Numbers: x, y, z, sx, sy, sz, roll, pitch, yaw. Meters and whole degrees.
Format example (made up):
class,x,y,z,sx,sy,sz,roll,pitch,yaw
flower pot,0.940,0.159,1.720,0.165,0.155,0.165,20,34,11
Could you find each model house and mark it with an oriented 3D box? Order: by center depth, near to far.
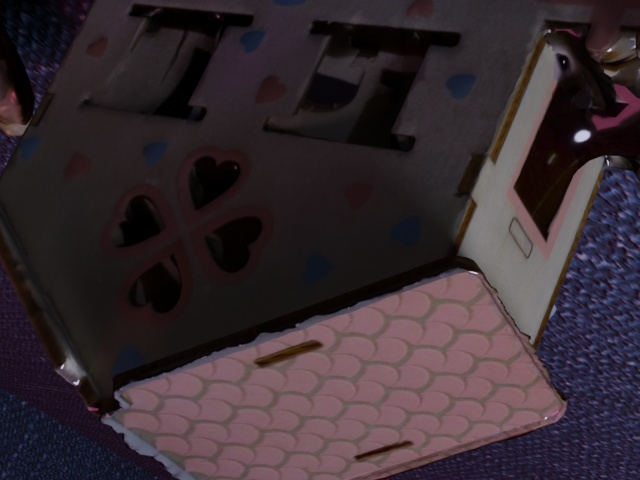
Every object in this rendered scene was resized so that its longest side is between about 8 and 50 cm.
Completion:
class,x,y,z,sx,sy,sz,roll,pitch,yaw
model house,0.000,0.000,0.528,0.326,0.244,0.169,12,154,31

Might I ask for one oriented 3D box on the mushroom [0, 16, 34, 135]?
class,x,y,z,sx,sy,sz,roll,pitch,yaw
mushroom,-0.276,-0.056,0.689,0.208,0.301,0.233,-16,162,12
